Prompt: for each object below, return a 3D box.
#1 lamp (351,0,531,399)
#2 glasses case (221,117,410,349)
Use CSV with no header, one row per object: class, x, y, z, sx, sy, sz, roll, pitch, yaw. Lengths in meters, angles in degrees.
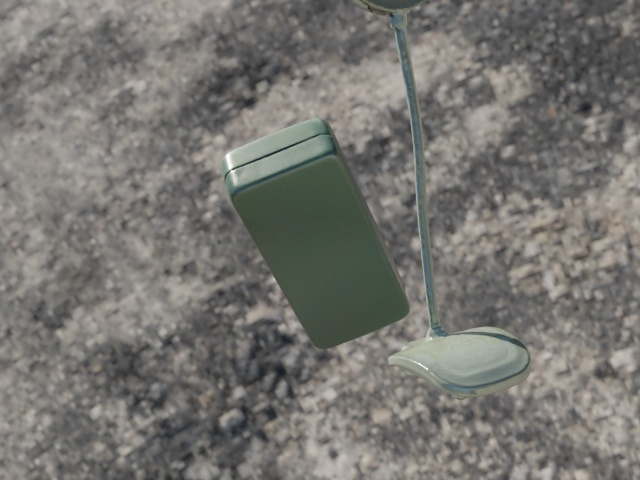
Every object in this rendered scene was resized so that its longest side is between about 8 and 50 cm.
lamp,0.043,-0.040,0.527,0.050,0.198,0.056,-11,6,-24
glasses case,0.000,0.000,0.921,0.077,0.184,0.039,-22,47,5
